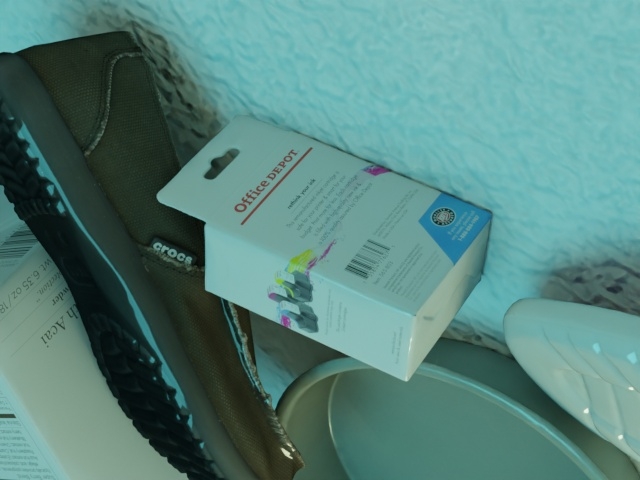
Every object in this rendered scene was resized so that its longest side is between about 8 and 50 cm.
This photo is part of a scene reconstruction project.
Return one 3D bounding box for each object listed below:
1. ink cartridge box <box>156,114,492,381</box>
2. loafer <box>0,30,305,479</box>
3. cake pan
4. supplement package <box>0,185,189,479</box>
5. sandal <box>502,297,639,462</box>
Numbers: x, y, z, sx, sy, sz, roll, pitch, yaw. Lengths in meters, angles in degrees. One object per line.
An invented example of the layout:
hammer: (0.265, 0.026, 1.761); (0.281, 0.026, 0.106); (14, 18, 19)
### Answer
ink cartridge box: (0.000, 0.000, 1.001); (0.181, 0.104, 0.061); (24, 137, 20)
loafer: (-0.090, 0.022, 1.062); (0.134, 0.130, 0.366); (15, 135, 57)
cake pan: (0.102, 0.179, 1.128); (0.293, 0.054, 0.293); (21, 137, 21)
supplement package: (-0.189, 0.119, 1.203); (0.175, 0.177, 0.293); (-3, 125, 39)
sandal: (0.284, 0.096, 0.877); (0.416, 0.102, 0.169); (18, 152, 44)
